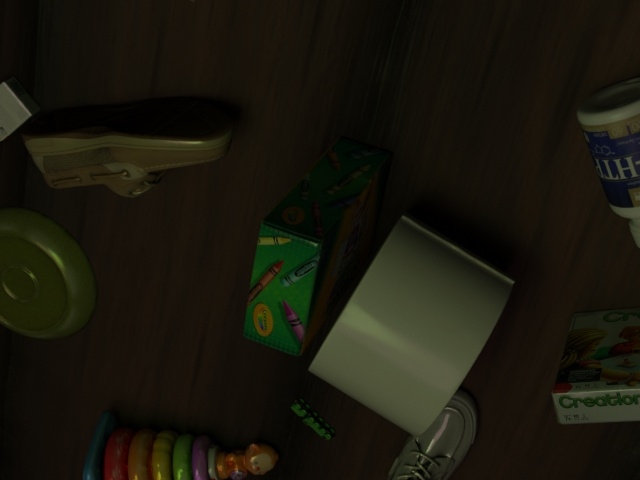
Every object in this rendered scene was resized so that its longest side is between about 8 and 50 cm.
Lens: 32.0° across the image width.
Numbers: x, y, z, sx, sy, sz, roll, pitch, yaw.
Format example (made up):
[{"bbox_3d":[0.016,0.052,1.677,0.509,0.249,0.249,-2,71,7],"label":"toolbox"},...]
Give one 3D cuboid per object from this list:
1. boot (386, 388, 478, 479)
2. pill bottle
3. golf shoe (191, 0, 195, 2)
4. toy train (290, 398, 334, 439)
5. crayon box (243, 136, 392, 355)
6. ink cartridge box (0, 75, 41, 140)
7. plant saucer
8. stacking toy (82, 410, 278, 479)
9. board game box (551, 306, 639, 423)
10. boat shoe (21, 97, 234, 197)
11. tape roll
[{"bbox_3d":[0.150,0.340,1.620,0.095,0.123,0.258,24,122,8],"label":"boot"},{"bbox_3d":[0.383,-0.088,1.309,0.112,0.112,0.187,-16,109,28],"label":"pill bottle"},{"bbox_3d":[-0.151,-0.392,1.400,0.086,0.069,0.176,34,123,26],"label":"golf shoe"},{"bbox_3d":[-0.012,0.277,1.715,0.083,0.017,0.024,46,133,-6],"label":"toy train"},{"bbox_3d":[0.000,0.000,1.407,0.081,0.278,0.165,19,122,13],"label":"crayon box"},{"bbox_3d":[-0.472,-0.185,1.645,0.115,0.029,0.063,-32,102,33],"label":"ink cartridge box"},{"bbox_3d":[-0.470,0.062,1.770,0.241,0.037,0.241,10,119,18],"label":"plant saucer"},{"bbox_3d":[-0.214,0.367,1.783,0.302,0.166,0.175,-8,123,9],"label":"stacking toy"},{"bbox_3d":[0.450,0.143,1.357,0.305,0.193,0.053,-7,114,24],"label":"board game box"},{"bbox_3d":[-0.258,-0.124,1.548,0.341,0.121,0.110,3,122,31],"label":"boat shoe"},{"bbox_3d":[0.115,0.107,1.440,0.169,0.246,0.246,31,123,4],"label":"tape roll"}]
